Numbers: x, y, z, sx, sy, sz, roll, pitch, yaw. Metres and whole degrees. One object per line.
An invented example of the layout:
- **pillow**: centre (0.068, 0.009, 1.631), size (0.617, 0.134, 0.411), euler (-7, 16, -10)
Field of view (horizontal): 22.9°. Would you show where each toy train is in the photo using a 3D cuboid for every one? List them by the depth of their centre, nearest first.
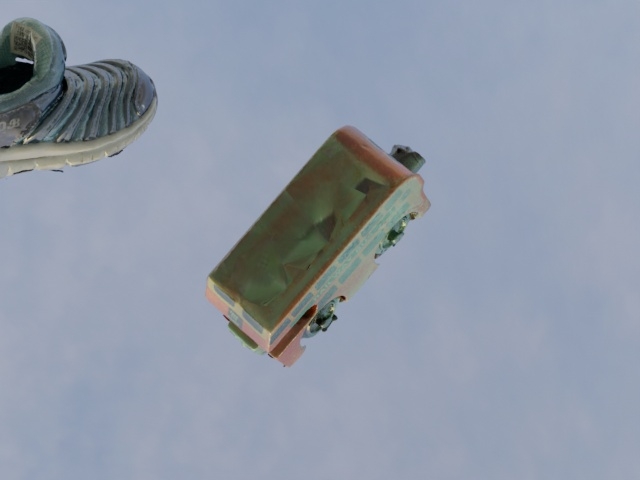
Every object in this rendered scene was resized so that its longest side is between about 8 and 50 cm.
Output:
- **toy train**: centre (0.000, 0.000, 1.124), size (0.072, 0.099, 0.188), euler (40, -92, 24)

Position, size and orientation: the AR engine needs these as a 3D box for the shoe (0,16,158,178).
- **shoe**: centre (-0.141, -0.070, 0.746), size (0.064, 0.143, 0.071), euler (36, -54, 40)
